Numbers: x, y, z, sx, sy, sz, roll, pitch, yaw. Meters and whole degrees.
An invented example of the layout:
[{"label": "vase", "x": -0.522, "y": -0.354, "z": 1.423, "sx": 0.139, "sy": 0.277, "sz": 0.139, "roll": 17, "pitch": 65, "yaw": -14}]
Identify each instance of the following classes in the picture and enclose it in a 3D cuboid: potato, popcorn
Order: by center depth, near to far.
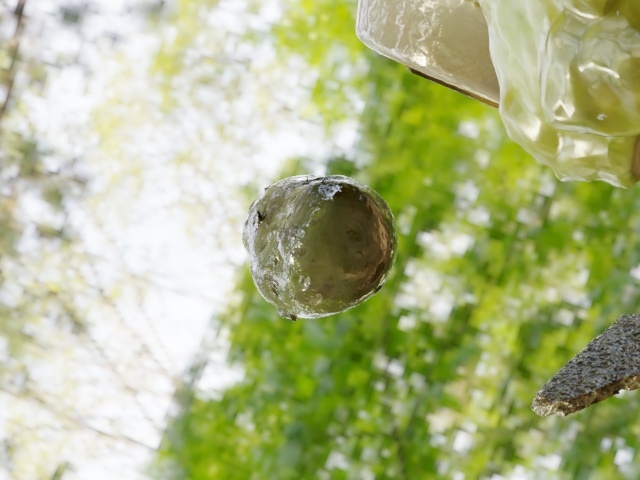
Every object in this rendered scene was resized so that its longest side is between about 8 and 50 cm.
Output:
[{"label": "popcorn", "x": 0.224, "y": -0.166, "z": 1.183, "sx": 0.250, "sy": 0.235, "sz": 0.241, "roll": -7, "pitch": -76, "yaw": -12}, {"label": "potato", "x": 0.000, "y": 0.000, "z": 2.046, "sx": 0.262, "sy": 0.165, "sz": 0.165, "roll": -111, "pitch": 36, "yaw": -80}]

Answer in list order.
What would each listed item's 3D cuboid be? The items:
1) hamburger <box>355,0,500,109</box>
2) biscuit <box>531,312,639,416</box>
[{"label": "hamburger", "x": 0.179, "y": -0.237, "z": 1.978, "sx": 0.302, "sy": 0.302, "sz": 0.170, "roll": 4, "pitch": -68, "yaw": -62}, {"label": "biscuit", "x": 0.342, "y": 0.134, "z": 2.127, "sx": 0.237, "sy": 0.131, "sz": 0.026, "roll": -33, "pitch": -67, "yaw": -47}]
